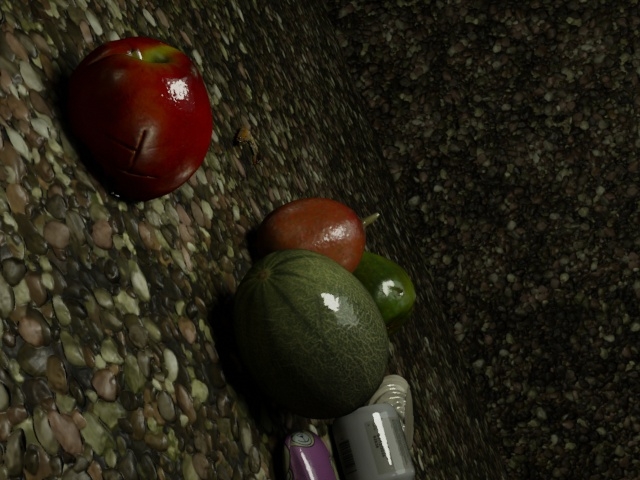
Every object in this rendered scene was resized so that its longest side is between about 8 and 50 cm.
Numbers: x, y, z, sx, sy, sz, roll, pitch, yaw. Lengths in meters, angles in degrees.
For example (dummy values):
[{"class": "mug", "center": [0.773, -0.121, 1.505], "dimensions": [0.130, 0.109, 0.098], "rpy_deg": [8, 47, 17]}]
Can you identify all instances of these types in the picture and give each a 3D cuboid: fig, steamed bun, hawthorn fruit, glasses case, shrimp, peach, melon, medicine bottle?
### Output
[{"class": "fig", "center": [0.068, 0.084, 1.609], "dimensions": [0.275, 0.206, 0.206], "rpy_deg": [52, 8, 24]}, {"class": "steamed bun", "center": [0.147, 0.392, 1.679], "dimensions": [0.183, 0.106, 0.182], "rpy_deg": [-3, 90, -75]}, {"class": "hawthorn fruit", "center": [0.000, 0.000, 1.484], "dimensions": [0.199, 0.251, 0.199], "rpy_deg": [63, 1, -3]}, {"class": "glasses case", "center": [0.007, 0.455, 1.186], "dimensions": [0.123, 0.076, 0.316], "rpy_deg": [33, 37, -64]}, {"class": "shrimp", "center": [-0.159, -0.207, 1.657], "dimensions": [0.127, 0.025, 0.091], "rpy_deg": [-55, 123, -75]}, {"class": "peach", "center": [-0.257, -0.163, 1.066], "dimensions": [0.196, 0.226, 0.190], "rpy_deg": [-20, 50, -42]}, {"class": "melon", "center": [-0.019, 0.153, 1.231], "dimensions": [0.301, 0.238, 0.237], "rpy_deg": [57, 18, -32]}, {"class": "medicine bottle", "center": [0.109, 0.435, 1.454], "dimensions": [0.135, 0.135, 0.215], "rpy_deg": [36, 35, -63]}]
